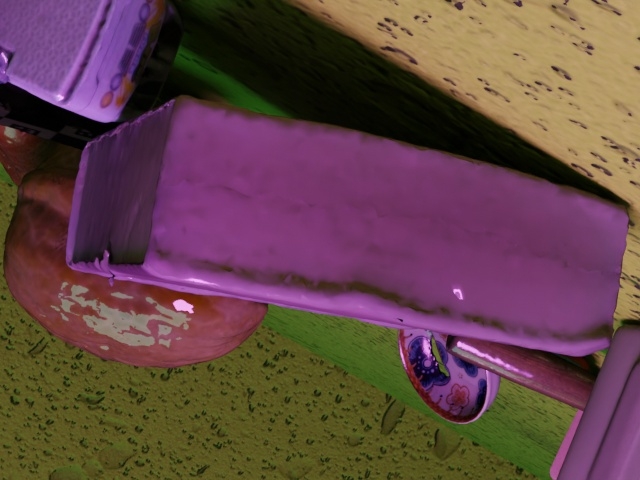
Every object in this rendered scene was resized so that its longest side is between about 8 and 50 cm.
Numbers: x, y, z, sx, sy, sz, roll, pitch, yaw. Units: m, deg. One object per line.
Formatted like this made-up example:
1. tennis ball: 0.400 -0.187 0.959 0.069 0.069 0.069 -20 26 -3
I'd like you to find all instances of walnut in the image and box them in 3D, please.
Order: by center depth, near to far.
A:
1. walnut: -0.168 0.011 1.263 0.283 0.227 0.283 25 159 10

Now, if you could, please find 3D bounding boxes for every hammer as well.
1. hammer: 0.314 0.174 1.152 0.439 0.044 0.168 25 -178 -1

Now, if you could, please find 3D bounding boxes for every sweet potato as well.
1. sweet potato: -0.314 -0.101 1.499 0.109 0.109 0.385 28 172 2

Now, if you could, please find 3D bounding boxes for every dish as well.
1. dish: 0.154 0.113 1.359 0.141 0.078 0.141 31 131 44

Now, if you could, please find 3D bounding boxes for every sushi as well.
1. sushi: -0.178 -0.119 1.050 0.215 0.051 0.192 17 -164 2

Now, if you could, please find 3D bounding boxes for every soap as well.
1. soap: 0.000 0.000 0.828 0.285 0.107 0.296 12 177 -20

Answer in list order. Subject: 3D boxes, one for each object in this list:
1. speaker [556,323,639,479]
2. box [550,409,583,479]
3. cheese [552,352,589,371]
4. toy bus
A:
1. speaker: 0.327 0.189 0.879 0.183 0.184 0.406 31 171 -20
2. box: 0.301 0.225 1.373 0.089 0.122 0.062 22 170 35
3. cheese: 0.241 0.124 1.275 0.256 0.037 0.106 27 176 -43
4. toy bus: -0.242 -0.170 0.862 0.329 0.109 0.136 24 180 25
